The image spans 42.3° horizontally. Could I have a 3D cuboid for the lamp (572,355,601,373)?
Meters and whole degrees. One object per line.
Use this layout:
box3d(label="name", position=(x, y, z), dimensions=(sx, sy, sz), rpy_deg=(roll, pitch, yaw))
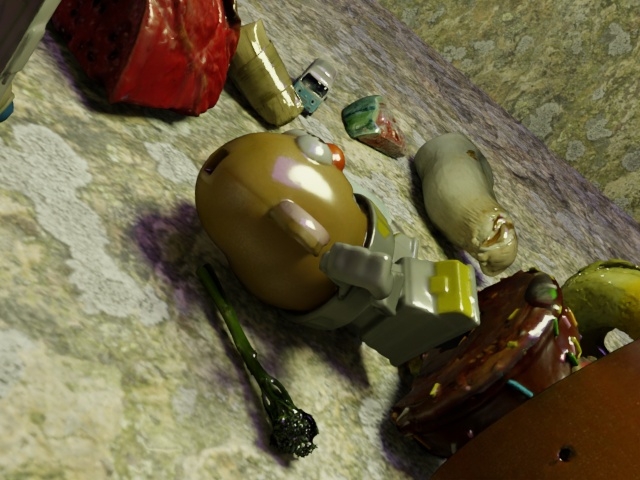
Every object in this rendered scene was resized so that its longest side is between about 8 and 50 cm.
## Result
box3d(label="lamp", position=(0.338, 0.252, 0.954), dimensions=(0.177, 0.177, 0.274), rpy_deg=(36, 26, -15))

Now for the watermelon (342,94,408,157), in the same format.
box3d(label="watermelon", position=(0.113, -0.213, 1.529), dimensions=(0.139, 0.071, 0.187), rpy_deg=(41, 22, -15))

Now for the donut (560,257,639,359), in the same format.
box3d(label="donut", position=(0.406, 0.159, 1.122), dimensions=(0.107, 0.272, 0.272), rpy_deg=(-7, 53, -48))

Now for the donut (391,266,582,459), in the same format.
box3d(label="donut", position=(0.176, 0.129, 0.860), dimensions=(0.096, 0.216, 0.230), rpy_deg=(50, 7, -6))

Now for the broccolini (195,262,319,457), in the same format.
box3d(label="broccolini", position=(-0.061, 0.103, 0.742), dimensions=(0.042, 0.044, 0.218), rpy_deg=(1, 39, -37))

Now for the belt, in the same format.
box3d(label="belt", position=(0.267, 0.196, 0.740), dimensions=(0.122, 0.338, 0.217), rpy_deg=(60, -5, 34))

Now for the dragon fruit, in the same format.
box3d(label="dragon fruit", position=(-0.214, -0.301, 1.052), dimensions=(0.240, 0.302, 0.330), rpy_deg=(15, 0, 14))

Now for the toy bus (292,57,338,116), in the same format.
box3d(label="toy bus", position=(-0.011, -0.263, 1.398), dimensions=(0.060, 0.075, 0.123), rpy_deg=(39, 23, -9))

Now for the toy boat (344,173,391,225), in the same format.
box3d(label="toy boat", position=(-0.015, -0.061, 1.045), dimensions=(0.260, 0.078, 0.085), rpy_deg=(28, 49, -36))

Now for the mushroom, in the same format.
box3d(label="mushroom", position=(0.253, -0.072, 1.435), dimensions=(0.177, 0.126, 0.397), rpy_deg=(47, 18, -13))

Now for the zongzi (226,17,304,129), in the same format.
box3d(label="zongzi", position=(-0.099, -0.242, 1.258), dimensions=(0.160, 0.078, 0.176), rpy_deg=(64, -14, -9))

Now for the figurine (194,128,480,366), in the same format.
box3d(label="figurine", position=(0.000, 0.001, 0.829), dimensions=(0.285, 0.342, 0.167), rpy_deg=(32, 69, -28))

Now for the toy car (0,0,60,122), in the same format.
box3d(label="toy car", position=(-0.349, -0.268, 0.664), dimensions=(0.336, 0.242, 0.226), rpy_deg=(36, 21, -11))
